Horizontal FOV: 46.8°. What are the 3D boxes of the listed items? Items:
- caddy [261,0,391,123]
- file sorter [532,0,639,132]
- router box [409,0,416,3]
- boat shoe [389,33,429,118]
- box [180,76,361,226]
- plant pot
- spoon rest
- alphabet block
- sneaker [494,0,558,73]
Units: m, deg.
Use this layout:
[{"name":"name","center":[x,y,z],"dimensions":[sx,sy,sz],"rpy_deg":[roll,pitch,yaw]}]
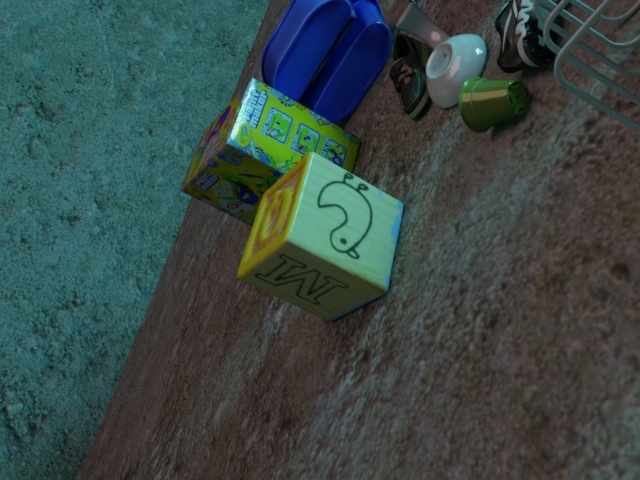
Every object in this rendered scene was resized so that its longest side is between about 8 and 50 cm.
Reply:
[{"name":"caddy","center":[0.011,-0.440,1.733],"dimensions":[0.341,0.241,0.179],"rpy_deg":[-55,28,21]},{"name":"file sorter","center":[0.340,-0.271,0.789],"dimensions":[0.173,0.192,0.278],"rpy_deg":[-51,23,38]},{"name":"router box","center":[0.218,-0.608,1.715],"dimensions":[0.092,0.038,0.122],"rpy_deg":[-55,22,22]},{"name":"boat shoe","center":[0.168,-0.323,1.437],"dimensions":[0.080,0.073,0.224],"rpy_deg":[-45,26,41]},{"name":"box","center":[-0.114,-0.164,1.636],"dimensions":[0.290,0.279,0.177],"rpy_deg":[-28,40,57]},{"name":"plant pot","center":[0.258,-0.203,1.079],"dimensions":[0.079,0.083,0.083],"rpy_deg":[1,66,55]},{"name":"spoon rest","center":[0.224,-0.341,1.348],"dimensions":[0.137,0.084,0.276],"rpy_deg":[-54,35,28]},{"name":"alphabet block","center":[0.000,0.000,1.272],"dimensions":[0.193,0.197,0.193],"rpy_deg":[-36,34,51]},{"name":"sneaker","center":[0.310,-0.351,1.109],"dimensions":[0.106,0.078,0.234],"rpy_deg":[-19,54,62]}]
